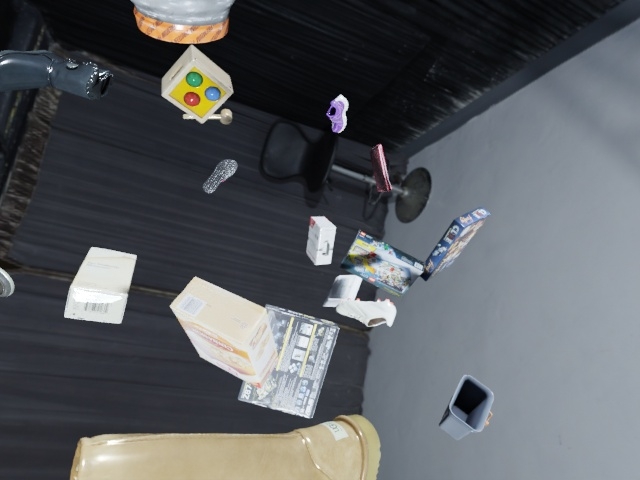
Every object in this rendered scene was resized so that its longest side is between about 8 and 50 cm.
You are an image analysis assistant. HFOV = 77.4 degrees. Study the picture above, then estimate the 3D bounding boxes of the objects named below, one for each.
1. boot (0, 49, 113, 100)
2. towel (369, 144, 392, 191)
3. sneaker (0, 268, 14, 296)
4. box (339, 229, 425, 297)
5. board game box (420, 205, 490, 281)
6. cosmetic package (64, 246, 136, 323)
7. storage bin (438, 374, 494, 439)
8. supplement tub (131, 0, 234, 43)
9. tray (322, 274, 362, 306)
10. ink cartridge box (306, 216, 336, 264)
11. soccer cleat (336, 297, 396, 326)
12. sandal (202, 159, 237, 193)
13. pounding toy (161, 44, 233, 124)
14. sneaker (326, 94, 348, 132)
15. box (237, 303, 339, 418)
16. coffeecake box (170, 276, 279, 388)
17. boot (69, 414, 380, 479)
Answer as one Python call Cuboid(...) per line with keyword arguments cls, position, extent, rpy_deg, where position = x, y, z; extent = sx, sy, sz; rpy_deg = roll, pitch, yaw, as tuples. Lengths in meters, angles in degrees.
Cuboid(cls="boot", position=(-0.713, -0.437, 1.071), extent=(0.246, 0.208, 0.094), rpy_deg=(-68, -5, -56))
Cuboid(cls="towel", position=(0.261, -0.309, 1.740), extent=(0.275, 0.031, 0.198), rpy_deg=(-89, -14, -82))
Cuboid(cls="sneaker", position=(-0.958, 0.101, 1.067), extent=(0.083, 0.222, 0.118), rpy_deg=(-59, 6, 13))
Cuboid(cls="box", position=(0.197, 0.080, 1.305), extent=(0.044, 0.233, 0.159), rpy_deg=(-61, -2, -44))
Cuboid(cls="board game box", position=(0.420, 0.012, 1.267), extent=(0.042, 0.165, 0.243), rpy_deg=(46, 136, 25))
Cuboid(cls="cosmetic package", position=(-0.715, 0.141, 1.324), extent=(0.113, 0.161, 0.309), rpy_deg=(-70, 26, 15))
Cuboid(cls="storage bin", position=(0.352, 0.415, 0.968), extent=(0.135, 0.098, 0.091), rpy_deg=(-37, -25, -45))
Cuboid(cls="supplement tub", position=(-0.216, -0.480, 0.585), extent=(0.315, 0.194, 0.193), rpy_deg=(101, 167, -46))
Cuboid(cls="tray", position=(0.111, 0.237, 1.960), extent=(0.270, 0.146, 0.030), rpy_deg=(-57, -40, -59))
Cuboid(cls="ink cartridge box", position=(0.000, 0.000, 1.327), extent=(0.099, 0.056, 0.135), rpy_deg=(-131, 44, -56))
Cuboid(cls="soccer cleat", position=(0.123, 0.210, 1.152), extent=(0.197, 0.068, 0.076), rpy_deg=(-7, 58, 37))
Cuboid(cls="sandal", position=(-0.402, -0.261, 1.599), extent=(0.179, 0.067, 0.040), rpy_deg=(-40, 11, 17))
Cuboid(cls="pounding toy", position=(-0.314, -0.369, 1.071), extent=(0.181, 0.206, 0.094), rpy_deg=(-36, 48, 22))
Cuboid(cls="sneaker", position=(0.052, -0.461, 1.469), extent=(0.068, 0.071, 0.169), rpy_deg=(55, 165, 22))
Cuboid(cls="box", position=(-0.131, 0.495, 1.647), extent=(0.097, 0.319, 0.393), rpy_deg=(-170, 96, -83))
Cuboid(cls="coffeecake box", position=(-0.157, 0.164, 0.689), extent=(0.068, 0.143, 0.185), rpy_deg=(-56, -23, -34))
Cuboid(cls="boot", position=(-0.081, 0.276, 0.360), extent=(0.089, 0.270, 0.235), rpy_deg=(-1, 82, 56))
